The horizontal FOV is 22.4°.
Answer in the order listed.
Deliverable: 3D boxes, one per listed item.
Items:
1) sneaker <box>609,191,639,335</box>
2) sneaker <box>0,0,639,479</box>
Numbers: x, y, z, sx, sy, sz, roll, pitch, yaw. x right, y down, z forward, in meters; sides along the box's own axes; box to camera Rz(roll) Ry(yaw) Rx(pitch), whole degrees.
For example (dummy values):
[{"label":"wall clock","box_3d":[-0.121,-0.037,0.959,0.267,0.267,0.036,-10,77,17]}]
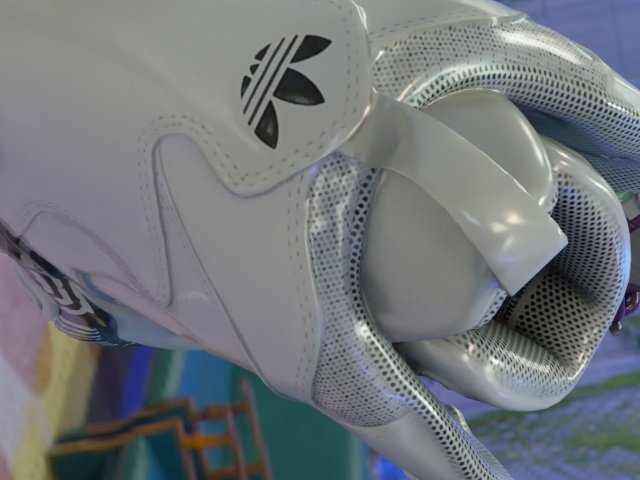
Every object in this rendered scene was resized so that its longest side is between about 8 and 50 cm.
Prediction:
[{"label":"sneaker","box_3d":[0.281,-0.011,1.222,0.083,0.223,0.098,-26,82,-46]},{"label":"sneaker","box_3d":[0.000,0.000,0.533,0.137,0.210,0.366,-59,162,-7]}]
